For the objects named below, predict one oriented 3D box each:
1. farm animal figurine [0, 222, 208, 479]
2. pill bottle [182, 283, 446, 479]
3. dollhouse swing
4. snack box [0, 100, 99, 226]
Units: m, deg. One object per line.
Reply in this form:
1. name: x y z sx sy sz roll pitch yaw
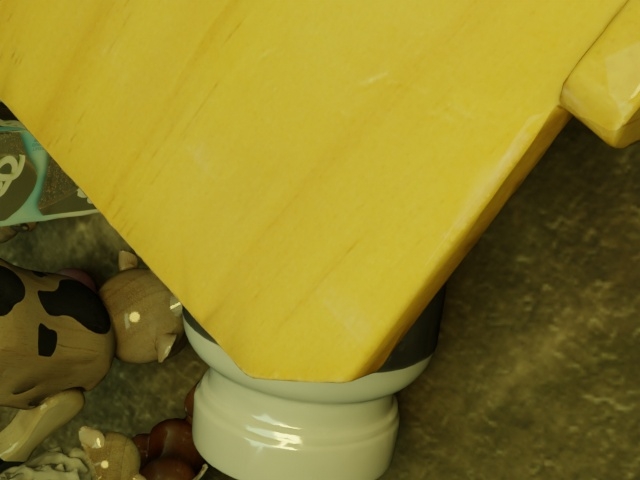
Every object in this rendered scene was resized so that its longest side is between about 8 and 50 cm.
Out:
1. farm animal figurine: -0.183 0.049 0.809 0.172 0.327 0.330 -44 79 17
2. pill bottle: 0.000 0.000 0.729 0.162 0.162 0.278 19 111 33
3. dollhouse swing: 0.054 -0.153 0.593 0.347 0.315 0.305 45 133 21
4. snack box: -0.189 -0.072 0.752 0.187 0.322 0.060 22 109 31
